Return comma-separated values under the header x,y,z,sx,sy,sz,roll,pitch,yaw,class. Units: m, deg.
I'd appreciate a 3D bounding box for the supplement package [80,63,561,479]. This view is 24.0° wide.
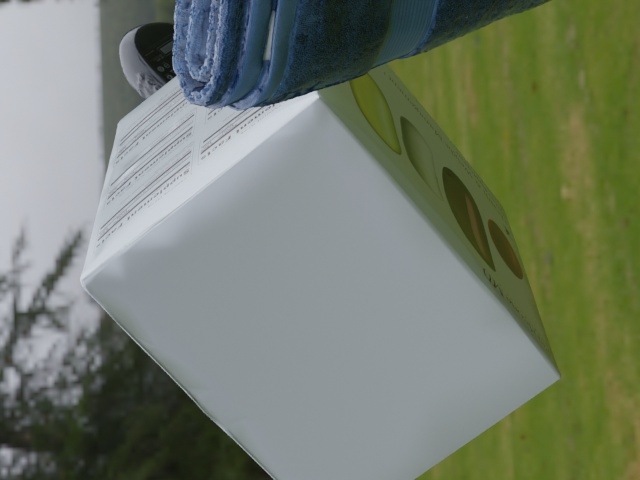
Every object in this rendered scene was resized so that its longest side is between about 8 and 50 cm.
x,y,z,sx,sy,sz,roll,pitch,yaw,class
0.000,0.000,0.800,0.194,0.149,0.203,48,-164,-21,supplement package

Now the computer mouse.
x,y,z,sx,sy,sz,roll,pitch,yaw,class
-0.058,-0.078,1.137,0.071,0.242,0.041,-38,-14,-43,computer mouse

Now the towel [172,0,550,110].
x,y,z,sx,sy,sz,roll,pitch,yaw,class
0.020,-0.071,0.351,0.029,0.119,0.067,38,136,33,towel
